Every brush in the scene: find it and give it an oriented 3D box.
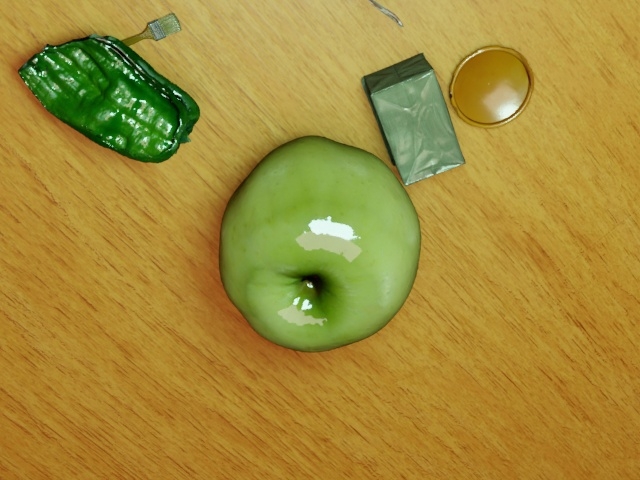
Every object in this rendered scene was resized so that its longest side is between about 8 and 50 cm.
[{"bbox_3d":[-0.382,-0.439,1.927,0.170,0.014,0.043,-20,117,8],"label":"brush"}]

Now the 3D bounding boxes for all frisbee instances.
[{"bbox_3d":[0.382,-0.345,2.011,0.192,0.035,0.192,-1,117,-3],"label":"frisbee"}]

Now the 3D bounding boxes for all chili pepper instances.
[{"bbox_3d":[-0.440,-0.311,1.909,0.385,0.167,0.213,30,95,-4],"label":"chili pepper"}]

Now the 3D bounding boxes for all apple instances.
[{"bbox_3d":[0.000,0.000,1.939,0.474,0.473,0.473,-2,116,-3],"label":"apple"}]

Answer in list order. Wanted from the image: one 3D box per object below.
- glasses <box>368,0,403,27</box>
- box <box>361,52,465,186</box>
[{"bbox_3d":[0.153,-0.573,1.764,0.234,0.268,0.118,-40,131,13],"label":"glasses"},{"bbox_3d":[0.202,-0.266,1.974,0.155,0.149,0.231,-20,115,5],"label":"box"}]
